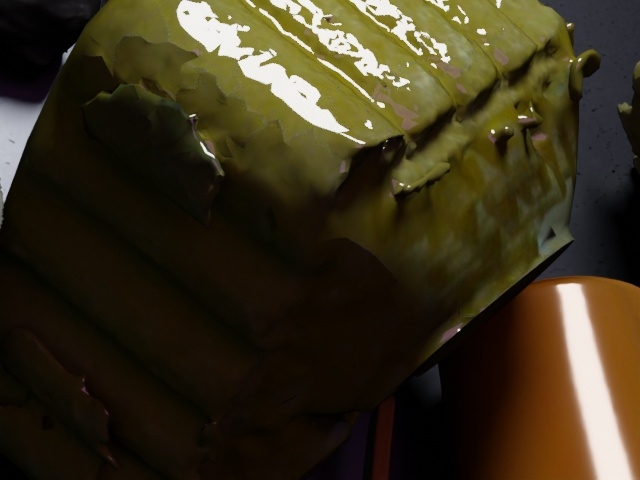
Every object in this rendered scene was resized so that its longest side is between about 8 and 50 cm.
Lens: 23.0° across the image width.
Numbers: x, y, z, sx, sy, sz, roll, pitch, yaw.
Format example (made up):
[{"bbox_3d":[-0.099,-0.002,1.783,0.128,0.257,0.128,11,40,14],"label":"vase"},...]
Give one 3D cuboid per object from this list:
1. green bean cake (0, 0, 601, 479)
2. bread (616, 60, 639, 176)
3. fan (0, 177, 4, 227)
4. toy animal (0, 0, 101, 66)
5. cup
[{"bbox_3d":[0.000,0.000,0.788,0.202,0.285,0.310,39,39,17],"label":"green bean cake"},{"bbox_3d":[0.317,0.010,0.987,0.239,0.196,0.252,-1,63,-24],"label":"bread"},{"bbox_3d":[-0.237,0.070,0.718,0.009,0.191,0.329,34,62,-60],"label":"fan"},{"bbox_3d":[-0.286,-0.170,0.817,0.343,0.106,0.168,-7,68,-34],"label":"toy animal"},{"bbox_3d":[0.124,0.160,0.833,0.226,0.182,0.264,1,58,-14],"label":"cup"}]
